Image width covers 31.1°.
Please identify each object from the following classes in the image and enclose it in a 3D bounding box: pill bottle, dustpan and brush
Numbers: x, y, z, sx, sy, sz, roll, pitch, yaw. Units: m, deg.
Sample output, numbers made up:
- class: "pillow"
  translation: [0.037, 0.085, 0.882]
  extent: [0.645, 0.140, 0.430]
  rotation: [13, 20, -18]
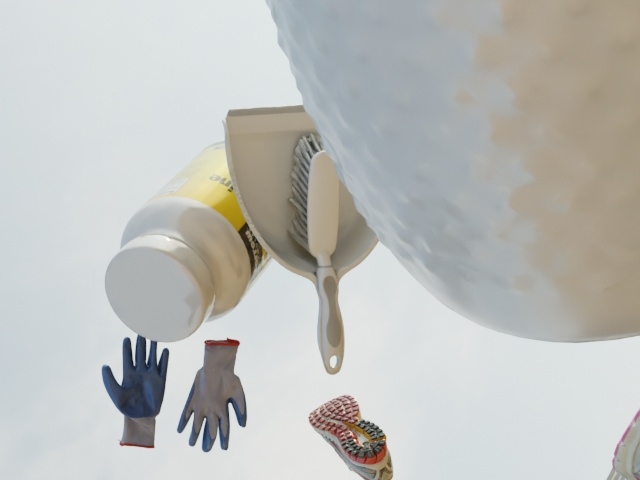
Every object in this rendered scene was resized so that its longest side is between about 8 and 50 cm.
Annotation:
- class: "pill bottle"
  translation: [-0.158, -0.003, 1.595]
  extent: [0.334, 0.188, 0.187]
  rotation: [-55, -38, -57]
- class: "dustpan and brush"
  translation: [0.000, 0.000, 0.917]
  extent: [0.147, 0.060, 0.211]
  rotation: [-6, -75, -22]

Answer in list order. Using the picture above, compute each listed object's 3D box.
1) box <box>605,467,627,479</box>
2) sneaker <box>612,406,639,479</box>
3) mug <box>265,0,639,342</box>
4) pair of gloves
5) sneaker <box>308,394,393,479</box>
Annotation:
- class: "box"
  translation: [0.450, 0.344, 1.393]
  extent: [0.307, 0.242, 0.076]
  rotation: [-48, -63, -38]
- class: "sneaker"
  translation: [0.329, 0.207, 1.005]
  extent: [0.103, 0.111, 0.252]
  rotation: [-49, -40, -31]
- class: "mug"
  translation: [0.135, -0.119, 0.482]
  extent: [0.276, 0.374, 0.328]
  rotation: [-28, -58, -26]
- class: "pair of gloves"
  translation: [-0.194, 0.203, 1.535]
  extent: [0.023, 0.198, 0.159]
  rotation: [-171, 86, -79]
- class: "sneaker"
  translation: [0.049, 0.330, 1.886]
  extent: [0.088, 0.225, 0.092]
  rotation: [-27, -63, -11]
